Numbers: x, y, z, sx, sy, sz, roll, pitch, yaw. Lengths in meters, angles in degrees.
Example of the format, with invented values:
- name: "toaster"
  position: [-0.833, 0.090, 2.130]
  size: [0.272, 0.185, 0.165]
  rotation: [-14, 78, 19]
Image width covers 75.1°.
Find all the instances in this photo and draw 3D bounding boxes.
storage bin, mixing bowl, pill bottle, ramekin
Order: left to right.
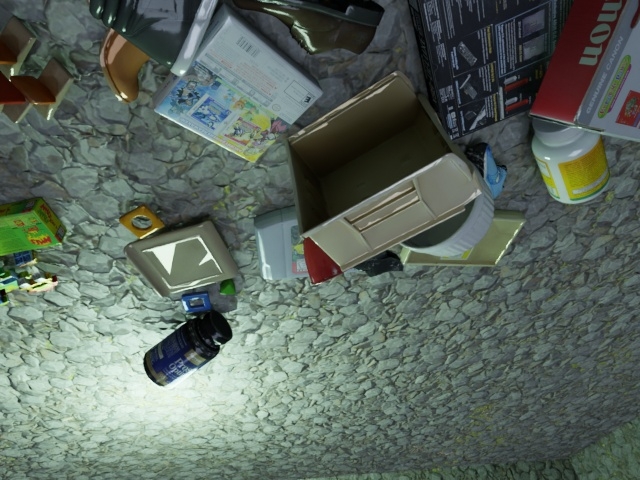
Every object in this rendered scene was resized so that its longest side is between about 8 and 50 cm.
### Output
- name: "pill bottle"
  position: [-0.348, 0.285, 1.107]
  size: [0.219, 0.123, 0.123]
  rotation: [-36, 131, 6]
- name: "mixing bowl"
  position: [0.033, -0.001, 0.832]
  size: [0.181, 0.181, 0.098]
  rotation: [-31, 94, 19]
- name: "storage bin"
  position: [0.090, -0.125, 0.702]
  size: [0.260, 0.262, 0.123]
  rotation: [-28, 133, 17]
- name: "ramekin"
  position: [0.245, -0.064, 0.839]
  size: [0.109, 0.207, 0.207]
  rotation: [22, 127, -40]
- name: "pill bottle"
  position: [0.495, -0.177, 0.831]
  size: [0.117, 0.117, 0.208]
  rotation: [-32, 131, 20]

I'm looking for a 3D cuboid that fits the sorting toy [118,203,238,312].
- name: "sorting toy"
  position: [-0.307, 0.037, 0.940]
  size: [0.196, 0.047, 0.347]
  rotation: [-18, 135, 1]

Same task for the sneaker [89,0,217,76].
- name: "sneaker"
  position: [-0.180, -0.364, 0.488]
  size: [0.147, 0.104, 0.295]
  rotation: [17, 112, -32]

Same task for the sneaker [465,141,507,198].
- name: "sneaker"
  position: [0.356, -0.150, 0.884]
  size: [0.073, 0.063, 0.162]
  rotation: [-35, 137, -1]

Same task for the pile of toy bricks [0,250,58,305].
- name: "pile of toy bricks"
  position: [-0.685, 0.089, 0.895]
  size: [0.212, 0.118, 0.105]
  rotation: [-21, 165, -12]

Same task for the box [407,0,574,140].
- name: "box"
  position: [0.281, -0.338, 0.661]
  size: [0.242, 0.076, 0.307]
  rotation: [-22, 134, 10]

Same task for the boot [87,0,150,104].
- name: "boot"
  position: [-0.243, -0.293, 0.612]
  size: [0.152, 0.073, 0.197]
  rotation: [-4, 137, -13]

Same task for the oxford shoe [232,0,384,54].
- name: "oxford shoe"
  position: [-0.025, -0.323, 0.615]
  size: [0.227, 0.083, 0.096]
  rotation: [8, 136, -16]

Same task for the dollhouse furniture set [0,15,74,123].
- name: "dollhouse furniture set"
  position: [-0.475, -0.259, 0.489]
  size: [0.135, 0.262, 0.259]
  rotation: [-40, 97, 23]

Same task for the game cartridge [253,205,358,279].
- name: "game cartridge"
  position: [0.000, 0.000, 0.957]
  size: [0.294, 0.060, 0.196]
  rotation: [-6, 131, -5]

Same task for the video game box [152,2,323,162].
- name: "video game box"
  position: [-0.128, -0.236, 0.673]
  size: [0.187, 0.048, 0.205]
  rotation: [-40, 143, 23]

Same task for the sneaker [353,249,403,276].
- name: "sneaker"
  position: [0.103, 0.055, 0.957]
  size: [0.170, 0.051, 0.089]
  rotation: [-17, 130, 1]

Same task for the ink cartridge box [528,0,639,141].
- name: "ink cartridge box"
  position: [0.441, -0.309, 0.581]
  size: [0.272, 0.130, 0.309]
  rotation: [-1, 116, -30]

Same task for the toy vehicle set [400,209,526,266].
- name: "toy vehicle set"
  position: [0.347, -0.006, 1.026]
  size: [0.267, 0.035, 0.166]
  rotation: [2, 133, -13]

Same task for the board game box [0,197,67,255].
- name: "board game box"
  position: [-0.620, -0.021, 0.823]
  size: [0.181, 0.043, 0.092]
  rotation: [-11, 135, 0]
